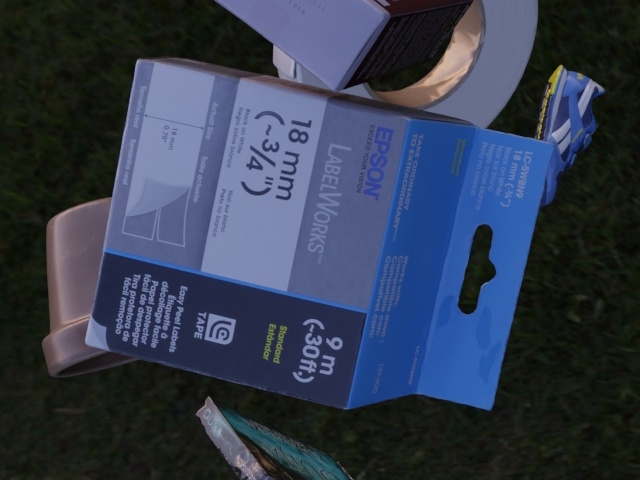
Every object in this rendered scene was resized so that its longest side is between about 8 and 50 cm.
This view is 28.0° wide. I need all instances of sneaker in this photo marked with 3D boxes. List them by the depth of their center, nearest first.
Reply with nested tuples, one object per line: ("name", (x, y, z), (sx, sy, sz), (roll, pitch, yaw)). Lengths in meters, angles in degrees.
("sneaker", (0.246, -0.101, 1.286), (0.059, 0.053, 0.144), (15, 87, -6))

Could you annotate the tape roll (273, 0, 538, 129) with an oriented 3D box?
("tape roll", (0.122, -0.285, 1.767), (0.392, 0.392, 0.072), (-58, 38, 9))

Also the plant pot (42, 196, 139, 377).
("plant pot", (-0.309, 0.062, 1.932), (0.263, 0.263, 0.229), (-21, 80, 23))

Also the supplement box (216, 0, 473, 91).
("supplement box", (0.023, -0.195, 1.020), (0.130, 0.239, 0.073), (39, 114, 10))

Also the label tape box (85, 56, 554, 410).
("label tape box", (0.000, 0.000, 1.041), (0.334, 0.106, 0.240), (13, 99, 8))

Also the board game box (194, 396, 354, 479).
("board game box", (-0.026, 0.222, 1.229), (0.026, 0.186, 0.126), (-52, 43, 6))
